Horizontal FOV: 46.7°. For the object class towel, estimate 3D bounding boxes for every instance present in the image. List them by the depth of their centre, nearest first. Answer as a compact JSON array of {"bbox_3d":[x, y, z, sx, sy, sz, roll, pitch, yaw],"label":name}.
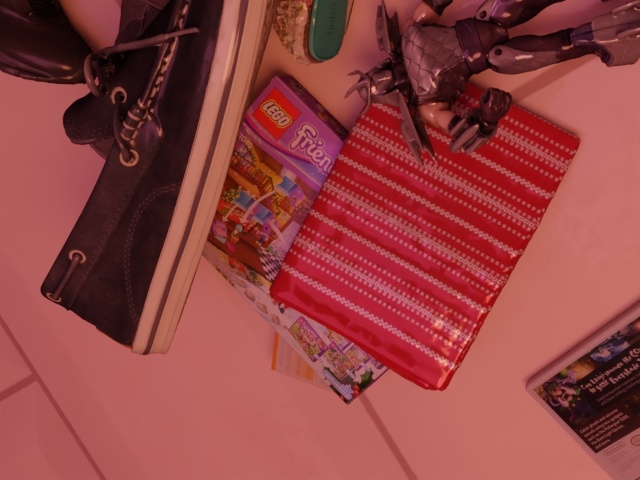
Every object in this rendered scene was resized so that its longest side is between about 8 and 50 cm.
[{"bbox_3d":[0.093,-0.017,0.705,0.198,0.031,0.275,29,95,10],"label":"towel"}]

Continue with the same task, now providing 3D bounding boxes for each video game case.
[{"bbox_3d":[0.329,0.154,0.721,0.173,0.022,0.190,46,123,4],"label":"video game case"}]

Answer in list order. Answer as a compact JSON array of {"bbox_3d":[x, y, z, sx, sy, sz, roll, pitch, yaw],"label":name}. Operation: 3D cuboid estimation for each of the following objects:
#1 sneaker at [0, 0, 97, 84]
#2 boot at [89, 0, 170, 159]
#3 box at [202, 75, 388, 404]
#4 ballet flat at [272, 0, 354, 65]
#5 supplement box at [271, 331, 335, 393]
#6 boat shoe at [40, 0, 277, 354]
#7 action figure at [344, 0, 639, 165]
[{"bbox_3d":[-0.359,-0.284,0.846,0.286,0.109,0.130,39,117,11],"label":"sneaker"},{"bbox_3d":[-0.177,-0.164,0.821,0.189,0.076,0.209,36,115,27],"label":"boot"},{"bbox_3d":[0.000,0.000,0.784,0.293,0.057,0.201,46,110,4],"label":"box"},{"bbox_3d":[0.003,-0.284,0.685,0.077,0.091,0.241,38,120,36],"label":"ballet flat"},{"bbox_3d":[-0.004,0.134,0.869,0.098,0.036,0.062,17,114,19],"label":"supplement box"},{"bbox_3d":[-0.144,-0.119,0.665,0.155,0.187,0.500,19,115,-7],"label":"boat shoe"},{"bbox_3d":[0.149,-0.174,0.623,0.285,0.099,0.185,-18,83,18],"label":"action figure"}]
